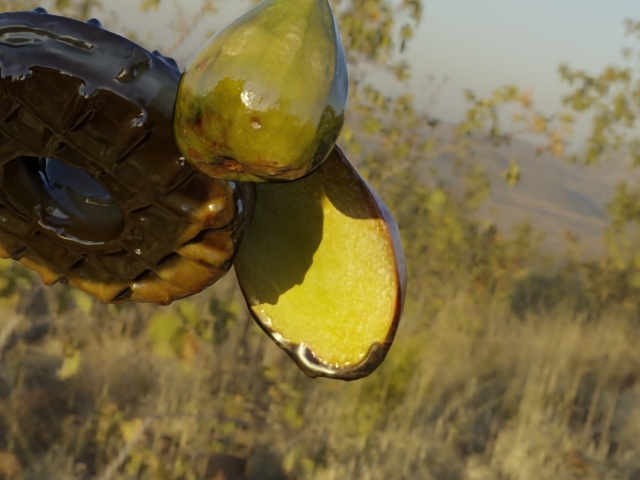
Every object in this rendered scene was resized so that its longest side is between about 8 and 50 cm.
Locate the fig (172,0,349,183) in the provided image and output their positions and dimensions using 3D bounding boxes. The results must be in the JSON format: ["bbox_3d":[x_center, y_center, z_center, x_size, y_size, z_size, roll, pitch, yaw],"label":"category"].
[{"bbox_3d":[-0.049,-0.135,1.108,0.126,0.185,0.133,-2,1,-29],"label":"fig"}]

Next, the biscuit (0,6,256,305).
[{"bbox_3d":[-0.212,-0.065,1.285,0.332,0.103,0.332,15,-36,11],"label":"biscuit"}]

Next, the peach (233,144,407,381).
[{"bbox_3d":[0.002,0.000,1.401,0.189,0.279,0.068,7,23,25],"label":"peach"}]
